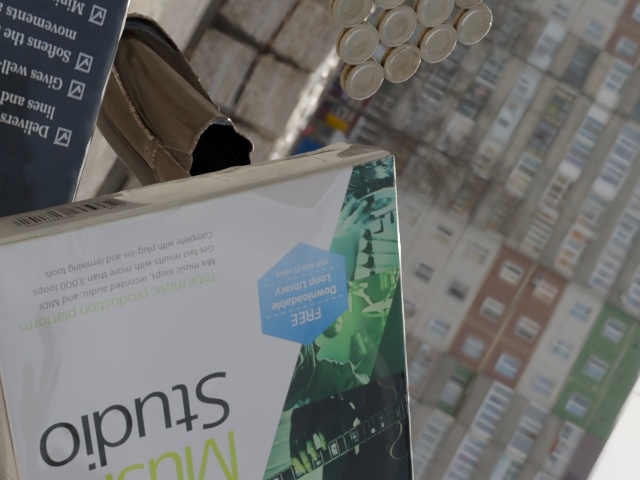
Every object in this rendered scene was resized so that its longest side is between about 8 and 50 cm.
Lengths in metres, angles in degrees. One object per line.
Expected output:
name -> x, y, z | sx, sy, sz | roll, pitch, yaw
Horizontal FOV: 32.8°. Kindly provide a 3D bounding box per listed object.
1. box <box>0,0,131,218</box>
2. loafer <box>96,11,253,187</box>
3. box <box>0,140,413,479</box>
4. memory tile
box -> -0.331, -0.037, 0.664 | 0.293, 0.212, 0.395 | 16, 91, -48
loafer -> -0.129, -0.106, 1.161 | 0.134, 0.366, 0.130 | -16, 160, -47
box -> -0.056, 0.124, 0.598 | 0.058, 0.232, 0.322 | 24, -57, 54
memory tile -> 0.076, -0.184, 0.887 | 0.148, 0.012, 0.113 | -29, 137, -13
